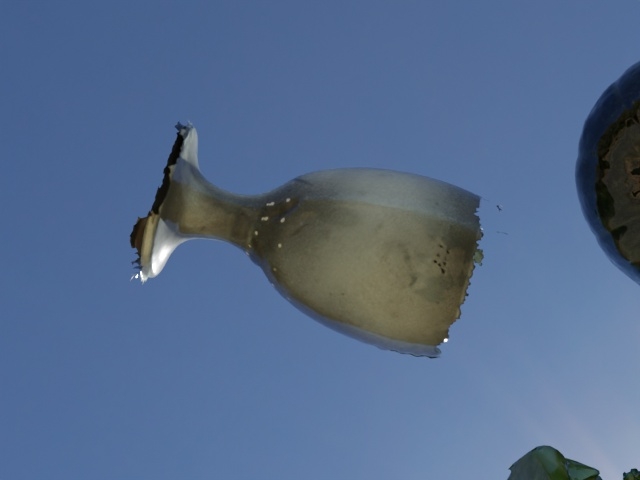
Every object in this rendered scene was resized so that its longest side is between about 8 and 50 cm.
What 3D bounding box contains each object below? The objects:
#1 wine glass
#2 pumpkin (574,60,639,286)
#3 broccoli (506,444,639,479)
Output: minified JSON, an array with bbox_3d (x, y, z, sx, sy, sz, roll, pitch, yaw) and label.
[{"bbox_3d":[-0.003,0.001,1.337,0.357,0.190,0.190,14,-70,0],"label":"wine glass"},{"bbox_3d":[0.410,-0.068,1.351,0.300,0.207,0.300,8,-74,28],"label":"pumpkin"},{"bbox_3d":[0.200,0.202,0.704,0.241,0.269,0.261,24,-75,-18],"label":"broccoli"}]
